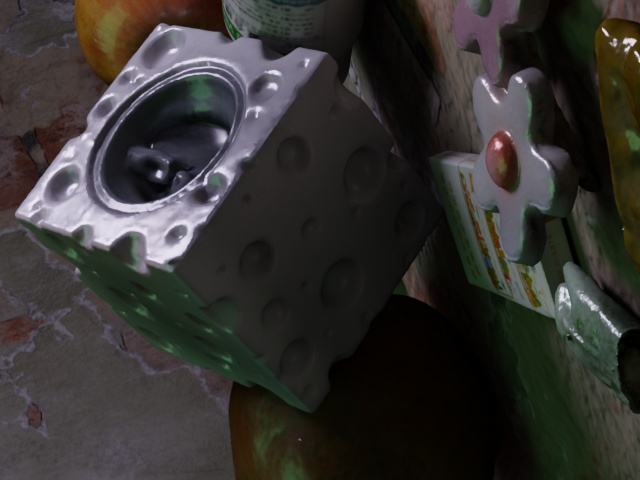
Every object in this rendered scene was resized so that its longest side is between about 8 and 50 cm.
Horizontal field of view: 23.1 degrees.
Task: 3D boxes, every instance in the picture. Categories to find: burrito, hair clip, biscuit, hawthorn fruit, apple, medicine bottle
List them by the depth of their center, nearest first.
[{"bbox_3d":[0.212,-0.026,0.887,0.174,0.039,0.183,-127,19,-61],"label":"biscuit"},{"bbox_3d":[0.134,-0.112,1.058,0.146,0.075,0.257,-144,40,-80],"label":"hair clip"},{"bbox_3d":[0.201,0.067,1.113,0.118,0.044,0.074,49,161,53],"label":"burrito"},{"bbox_3d":[-0.025,-0.227,1.446,0.237,0.139,0.139,95,152,-67],"label":"medicine bottle"},{"bbox_3d":[0.039,0.170,1.558,0.268,0.268,0.300,125,133,-77],"label":"hawthorn fruit"},{"bbox_3d":[-0.184,-0.289,1.950,0.241,0.242,0.242,-103,1,-53],"label":"apple"}]

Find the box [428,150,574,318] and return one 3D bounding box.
[{"bbox_3d":[0.147,-0.010,1.267,0.220,0.032,0.122,-153,44,-76],"label":"box"}]

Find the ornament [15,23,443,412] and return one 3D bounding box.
[{"bbox_3d":[-0.080,-0.026,1.445,0.240,0.239,0.240,17,157,44],"label":"ornament"}]
